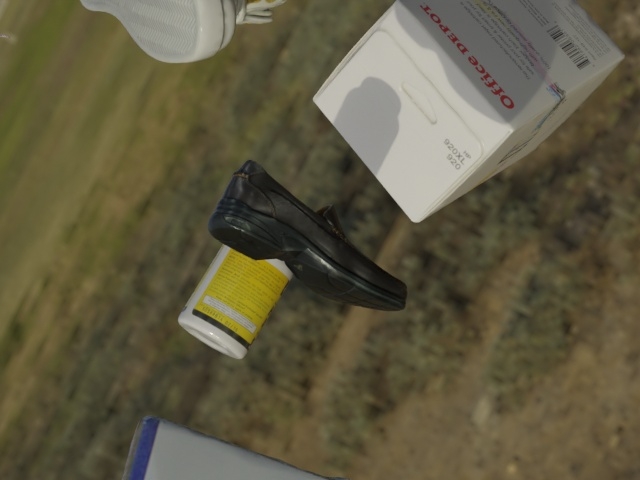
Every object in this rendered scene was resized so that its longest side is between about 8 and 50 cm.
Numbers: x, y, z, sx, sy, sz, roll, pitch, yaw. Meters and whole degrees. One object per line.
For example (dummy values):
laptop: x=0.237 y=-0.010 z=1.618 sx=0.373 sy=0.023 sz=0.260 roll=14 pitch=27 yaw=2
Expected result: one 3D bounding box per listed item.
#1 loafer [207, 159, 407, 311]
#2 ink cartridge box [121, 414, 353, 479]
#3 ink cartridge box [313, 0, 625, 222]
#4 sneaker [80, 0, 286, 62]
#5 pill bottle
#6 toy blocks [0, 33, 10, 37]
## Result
loafer: x=0.000 y=0.000 z=1.447 sx=0.062 sy=0.170 sz=0.061 roll=-11 pitch=54 yaw=57
ink cartridge box: x=0.050 y=0.256 z=0.631 sx=0.071 sy=0.330 sz=0.324 roll=125 pitch=162 yaw=-54
ink cartridge box: x=0.148 y=-0.161 z=1.938 sx=0.233 sy=0.171 sz=0.168 roll=-31 pitch=-12 yaw=-47
sneaker: x=-0.090 y=-0.222 z=1.660 sx=0.292 sy=0.169 sz=0.108 roll=-141 pitch=51 yaw=-59
pill bottle: x=-0.063 y=0.034 z=1.612 sx=0.116 sy=0.065 sz=0.065 roll=-59 pitch=11 yaw=-11
toy blocks: x=-0.442 y=-0.187 z=1.550 sx=0.260 sy=0.289 sz=0.308 roll=11 pitch=104 yaw=40
